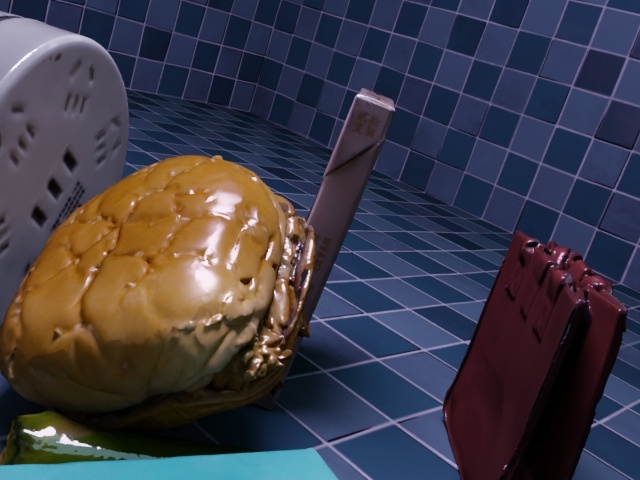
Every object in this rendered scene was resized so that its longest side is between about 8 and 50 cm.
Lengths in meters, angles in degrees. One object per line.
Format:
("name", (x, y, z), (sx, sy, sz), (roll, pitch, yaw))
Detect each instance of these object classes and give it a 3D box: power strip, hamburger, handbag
("power strip", (-0.354, -0.083, 0.779), (0.161, 0.357, 0.357), (19, 15, 8))
("hamburger", (-0.148, 0.040, 0.702), (0.318, 0.318, 0.158), (36, -20, 49))
("handbag", (0.223, 0.144, 0.795), (0.084, 0.275, 0.260), (16, 14, -1))

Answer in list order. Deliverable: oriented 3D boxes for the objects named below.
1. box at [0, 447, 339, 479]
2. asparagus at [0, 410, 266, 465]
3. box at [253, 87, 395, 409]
("box", (-0.095, 0.231, 0.423), (0.311, 0.118, 0.205), (8, 16, -34))
("asparagus", (-0.127, 0.196, 0.615), (0.277, 0.060, 0.067), (12, 22, -21))
("box", (-0.001, -0.001, 0.869), (0.051, 0.365, 0.204), (22, 15, 0))
